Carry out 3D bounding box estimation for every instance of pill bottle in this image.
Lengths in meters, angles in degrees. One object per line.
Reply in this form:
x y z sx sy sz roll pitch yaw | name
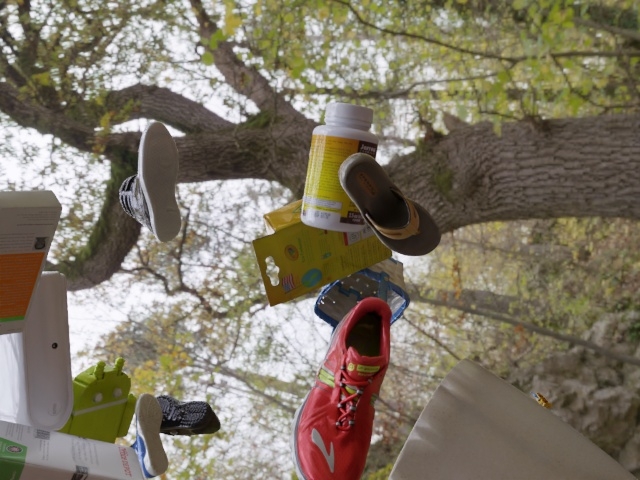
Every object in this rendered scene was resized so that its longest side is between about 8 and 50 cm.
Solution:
0.036 -0.127 1.049 0.117 0.117 0.215 -2 -78 -56 | pill bottle

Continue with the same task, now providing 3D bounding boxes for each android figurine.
-0.481 0.378 1.259 0.248 0.056 0.273 19 -91 -70 | android figurine

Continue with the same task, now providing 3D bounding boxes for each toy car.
0.345 0.301 1.062 0.122 0.040 0.060 2 -60 -26 | toy car

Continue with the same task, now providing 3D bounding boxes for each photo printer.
-0.575 0.212 1.123 0.107 0.255 0.308 -5 -86 -55 | photo printer

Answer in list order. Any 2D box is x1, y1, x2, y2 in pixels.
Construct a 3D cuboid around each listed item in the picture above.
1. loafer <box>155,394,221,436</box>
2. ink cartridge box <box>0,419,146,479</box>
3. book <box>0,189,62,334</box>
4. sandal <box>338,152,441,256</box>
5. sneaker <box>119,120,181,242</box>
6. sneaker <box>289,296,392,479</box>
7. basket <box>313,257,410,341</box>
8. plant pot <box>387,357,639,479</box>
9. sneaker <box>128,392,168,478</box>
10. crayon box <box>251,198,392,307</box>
-0.297 0.384 1.265 0.078 0.220 0.080 53 -131 -32 | loafer
-0.388 0.354 0.888 0.219 0.160 0.093 22 -97 -23 | ink cartridge box
-0.277 0.023 0.482 0.096 0.035 0.144 -5 -43 -49 | book
0.092 -0.037 0.761 0.072 0.049 0.180 -44 -62 2 | sandal
-0.404 -0.145 1.370 0.104 0.146 0.296 -34 -40 -42 | sneaker
0.034 0.191 0.780 0.118 0.107 0.279 111 176 -52 | sneaker
0.094 0.170 1.493 0.201 0.255 0.289 27 -141 -15 | basket
0.220 0.289 0.580 0.256 0.273 0.257 -42 -36 -41 | plant pot
-0.336 0.371 1.122 0.058 0.084 0.152 9 -123 -52 | sneaker
0.000 0.000 1.344 0.318 0.081 0.202 -22 -51 -15 | crayon box
